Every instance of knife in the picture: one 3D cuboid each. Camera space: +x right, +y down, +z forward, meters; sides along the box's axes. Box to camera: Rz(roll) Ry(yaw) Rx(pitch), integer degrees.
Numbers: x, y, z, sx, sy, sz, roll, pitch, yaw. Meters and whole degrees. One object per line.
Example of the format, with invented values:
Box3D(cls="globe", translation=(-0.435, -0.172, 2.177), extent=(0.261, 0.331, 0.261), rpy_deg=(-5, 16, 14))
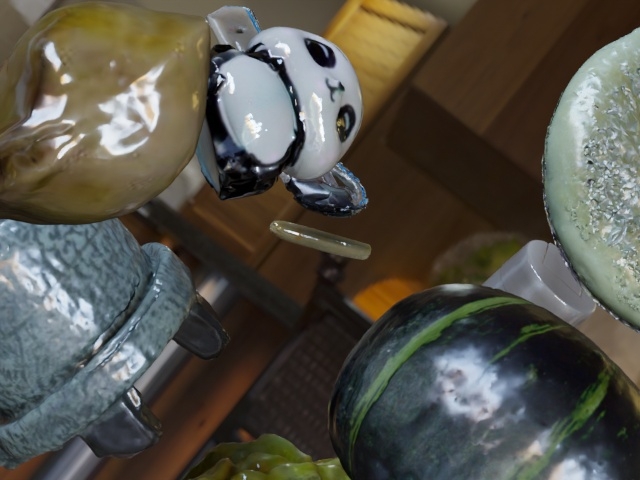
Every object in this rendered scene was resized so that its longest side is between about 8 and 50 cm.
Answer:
Box3D(cls="knife", translation=(-0.049, -0.155, 1.490), extent=(0.089, 0.043, 0.365), rpy_deg=(-4, 50, -32))

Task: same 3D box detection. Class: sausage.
Box3D(cls="sausage", translation=(0.000, 0.000, 1.503), extent=(0.132, 0.024, 0.024), rpy_deg=(14, 8, -25))

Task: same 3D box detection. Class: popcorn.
Box3D(cls="popcorn", translation=(-0.045, 0.358, 1.414), extent=(0.274, 0.279, 0.335), rpy_deg=(-9, -20, 34))

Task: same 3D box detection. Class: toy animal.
Box3D(cls="toy animal", translation=(-0.047, -0.130, 1.158), extent=(0.138, 0.179, 0.166), rpy_deg=(-4, -80, 62))

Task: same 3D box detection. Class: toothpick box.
Box3D(cls="toothpick box", translation=(0.221, 0.095, 1.465), extent=(0.111, 0.180, 0.111), rpy_deg=(31, 31, -22))

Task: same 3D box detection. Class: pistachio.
Box3D(cls="pistachio", translation=(-0.187, -0.098, 1.005), extent=(0.163, 0.213, 0.260), rpy_deg=(60, -25, -10))

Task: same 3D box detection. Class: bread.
Box3D(cls="bread", translation=(0.294, -0.048, 0.947), extent=(0.267, 0.267, 0.040), rpy_deg=(39, -16, -2))

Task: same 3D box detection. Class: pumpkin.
Box3D(cls="pumpkin", translation=(0.157, 0.189, 1.097), extent=(0.323, 0.241, 0.323), rpy_deg=(45, -7, 7))

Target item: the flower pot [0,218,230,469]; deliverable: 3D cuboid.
Box3D(cls="flower pot", translation=(-0.279, 0.100, 1.325), extent=(0.283, 0.299, 0.299), rpy_deg=(45, -5, -19))
